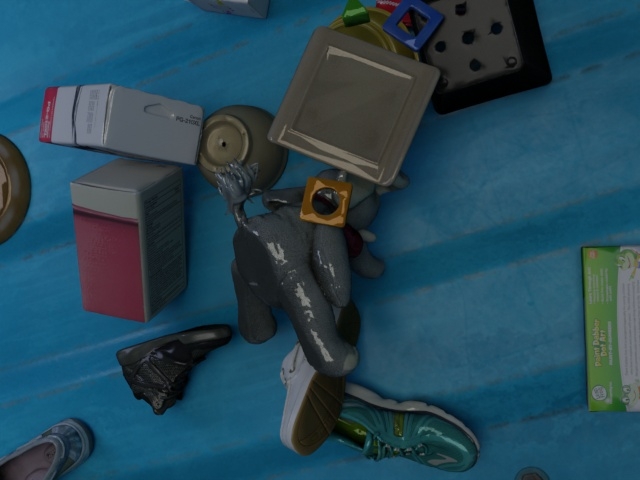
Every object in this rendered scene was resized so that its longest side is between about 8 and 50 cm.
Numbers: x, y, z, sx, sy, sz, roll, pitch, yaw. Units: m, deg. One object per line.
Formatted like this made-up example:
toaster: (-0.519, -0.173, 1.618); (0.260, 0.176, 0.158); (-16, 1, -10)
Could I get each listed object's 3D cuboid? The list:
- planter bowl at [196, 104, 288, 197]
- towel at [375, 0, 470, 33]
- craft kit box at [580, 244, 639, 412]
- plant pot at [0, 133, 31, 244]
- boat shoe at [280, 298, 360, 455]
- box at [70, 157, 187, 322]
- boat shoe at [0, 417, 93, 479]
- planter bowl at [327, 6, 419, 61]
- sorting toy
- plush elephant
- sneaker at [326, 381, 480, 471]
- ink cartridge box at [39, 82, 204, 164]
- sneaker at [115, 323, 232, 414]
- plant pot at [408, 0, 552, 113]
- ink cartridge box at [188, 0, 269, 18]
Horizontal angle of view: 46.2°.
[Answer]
planter bowl: (-0.147, -0.156, 1.267); (0.162, 0.109, 0.162); (0, 90, 16)
towel: (0.205, -0.474, 1.213); (0.199, 0.031, 0.275); (12, 92, 15)
craft kit box: (0.517, 0.128, 1.106); (0.246, 0.061, 0.250); (-1, 89, 13)
plant pot: (-0.671, -0.098, 1.453); (0.236, 0.032, 0.236); (0, 90, 16)
boat shoe: (-0.016, 0.211, 1.181); (0.096, 0.277, 0.098); (-5, 131, 29)
box: (-0.314, -0.003, 1.252); (0.126, 0.148, 0.232); (9, 114, 16)
boat shoe: (-0.560, 0.444, 1.377); (0.320, 0.103, 0.118); (-37, 80, 12)
planter bowl: (0.041, -0.261, 1.184); (0.217, 0.090, 0.217); (8, 102, 38)
sorting toy: (0.045, -0.183, 1.046); (0.196, 0.047, 0.348); (23, 85, 13)
plush elephant: (0.000, 0.000, 1.149); (0.272, 0.255, 0.330); (1, 112, 56)
sneaker: (0.110, 0.313, 1.180); (0.275, 0.110, 0.107); (11, 113, 18)
ink cartridge box: (-0.330, -0.190, 1.237); (0.237, 0.172, 0.100); (11, 93, 47)
sneaker: (-0.240, 0.221, 1.302); (0.227, 0.087, 0.130); (-20, 86, 18)
plant pot: (0.227, -0.295, 1.110); (0.187, 0.167, 0.188); (-13, 99, 20)
ink cartridge box: (-0.164, -0.444, 1.285); (0.143, 0.090, 0.092); (13, 92, 16)
